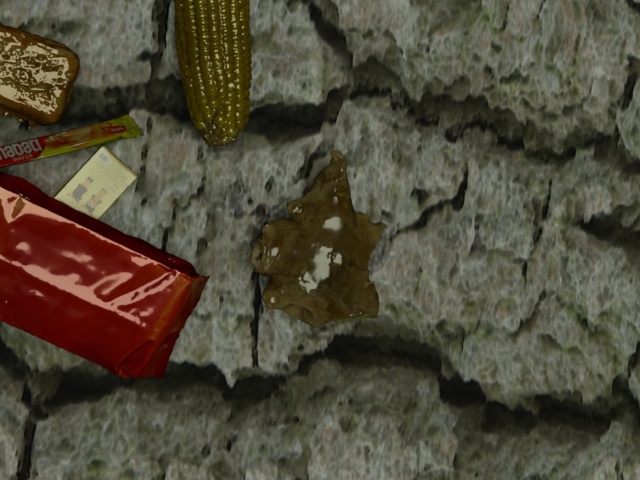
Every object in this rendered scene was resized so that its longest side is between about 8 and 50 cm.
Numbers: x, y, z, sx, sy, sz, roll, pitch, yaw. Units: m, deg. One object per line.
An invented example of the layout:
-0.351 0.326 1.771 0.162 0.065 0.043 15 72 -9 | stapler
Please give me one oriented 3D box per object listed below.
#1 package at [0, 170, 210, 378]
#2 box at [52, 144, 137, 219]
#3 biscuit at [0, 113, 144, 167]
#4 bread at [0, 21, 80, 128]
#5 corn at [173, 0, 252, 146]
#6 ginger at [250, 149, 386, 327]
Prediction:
-0.381 0.046 1.726 0.424 0.123 0.196 28 97 -10 | package
-0.352 -0.067 1.788 0.073 0.020 0.149 44 84 -14 | box
-0.392 -0.134 1.711 0.292 0.026 0.048 -19 67 -35 | biscuit
-0.489 -0.258 1.708 0.271 0.077 0.139 19 94 -13 | bread
-0.159 -0.301 1.769 0.119 0.119 0.321 -7 100 -13 | corn
0.000 0.000 1.833 0.219 0.123 0.270 -1 86 -17 | ginger
